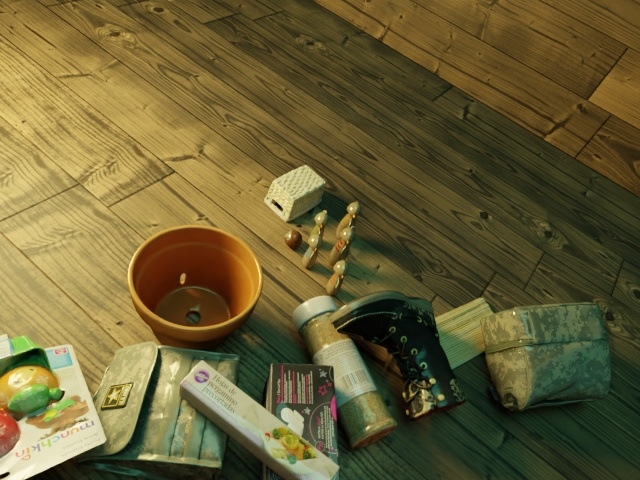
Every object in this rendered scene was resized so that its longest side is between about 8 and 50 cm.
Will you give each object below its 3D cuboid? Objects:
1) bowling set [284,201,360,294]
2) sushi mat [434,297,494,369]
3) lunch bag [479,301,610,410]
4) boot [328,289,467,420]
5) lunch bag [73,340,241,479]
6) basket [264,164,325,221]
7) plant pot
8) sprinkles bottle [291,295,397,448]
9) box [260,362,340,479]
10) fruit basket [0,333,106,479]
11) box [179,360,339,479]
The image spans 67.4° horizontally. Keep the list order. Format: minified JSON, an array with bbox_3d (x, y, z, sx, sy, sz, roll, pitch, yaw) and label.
[{"bbox_3d":[0.000,0.000,1.390,0.200,0.154,0.286,15,47,-7],"label":"bowling set"},{"bbox_3d":[0.405,0.270,1.389,0.317,0.019,0.151,-16,58,-30],"label":"sushi mat"},{"bbox_3d":[0.605,0.314,1.291,0.306,0.212,0.255,1,68,-16],"label":"lunch bag"},{"bbox_3d":[0.200,0.278,1.158,0.378,0.138,0.284,15,48,-48],"label":"boot"},{"bbox_3d":[-0.322,0.344,0.972,0.287,0.168,0.235,9,48,-5],"label":"lunch bag"},{"bbox_3d":[-0.077,-0.155,1.533,0.113,0.103,0.167,42,49,17],"label":"basket"},{"bbox_3d":[-0.297,0.135,1.135,0.291,0.203,0.290,10,48,-12],"label":"plant pot"},{"bbox_3d":[0.049,0.308,1.160,0.121,0.121,0.355,-11,55,-27],"label":"sprinkles bottle"},{"bbox_3d":[-0.052,0.406,1.011,0.142,0.163,0.247,7,49,-10],"label":"box"},{"bbox_3d":[-0.583,0.306,0.834,0.327,0.165,0.353,-17,22,-30],"label":"fruit basket"},{"bbox_3d":[-0.116,0.348,0.882,0.324,0.067,0.063,34,49,11],"label":"box"}]
